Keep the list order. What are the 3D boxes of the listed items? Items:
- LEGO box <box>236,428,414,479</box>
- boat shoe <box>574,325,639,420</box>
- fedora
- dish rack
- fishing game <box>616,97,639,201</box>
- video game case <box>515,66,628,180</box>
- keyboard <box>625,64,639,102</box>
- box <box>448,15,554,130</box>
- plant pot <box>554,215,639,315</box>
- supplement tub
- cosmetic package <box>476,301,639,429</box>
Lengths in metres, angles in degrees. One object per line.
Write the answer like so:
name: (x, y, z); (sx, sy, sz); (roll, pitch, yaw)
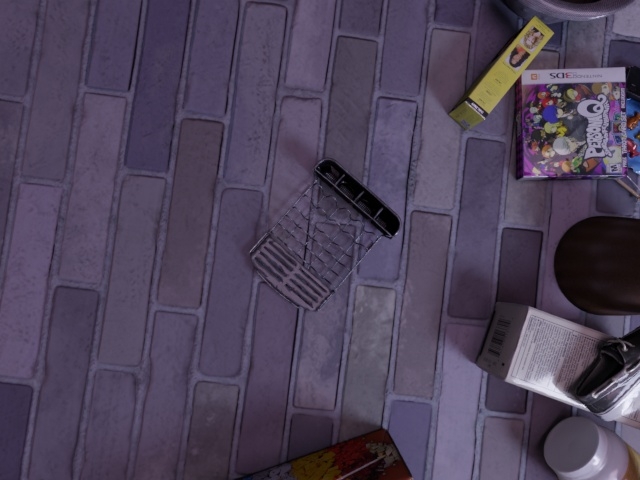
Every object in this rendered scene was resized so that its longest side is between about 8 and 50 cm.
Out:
LEGO box: (0.043, 0.670, 0.737); (0.373, 0.193, 0.499); (-17, 89, -4)
boat shoe: (0.532, 0.207, 0.714); (0.070, 0.078, 0.219); (40, 86, -1)
fedora: (0.494, -0.535, 0.845); (0.276, 0.124, 0.243); (16, 85, 6)
dish rack: (0.000, 0.000, 0.822); (0.208, 0.074, 0.271); (41, 86, 0)
fishing game: (0.712, -0.231, 0.889); (0.189, 0.041, 0.264); (43, 85, -2)
video game case: (0.524, -0.243, 0.866); (0.211, 0.042, 0.231); (1, 88, 5)
keyboard: (0.721, -0.293, 0.873); (0.180, 0.023, 0.108); (28, 71, 5)
box: (0.369, -0.342, 0.851); (0.058, 0.087, 0.232); (39, 85, -3)
plant pot: (0.615, 0.049, 0.776); (0.216, 0.230, 0.215); (0, 87, -3)
supplement tub: (0.560, 0.457, 0.800); (0.200, 0.144, 0.144); (40, 86, -1)
cosmetic package: (0.489, 0.241, 0.813); (0.297, 0.129, 0.153); (21, 85, -2)
